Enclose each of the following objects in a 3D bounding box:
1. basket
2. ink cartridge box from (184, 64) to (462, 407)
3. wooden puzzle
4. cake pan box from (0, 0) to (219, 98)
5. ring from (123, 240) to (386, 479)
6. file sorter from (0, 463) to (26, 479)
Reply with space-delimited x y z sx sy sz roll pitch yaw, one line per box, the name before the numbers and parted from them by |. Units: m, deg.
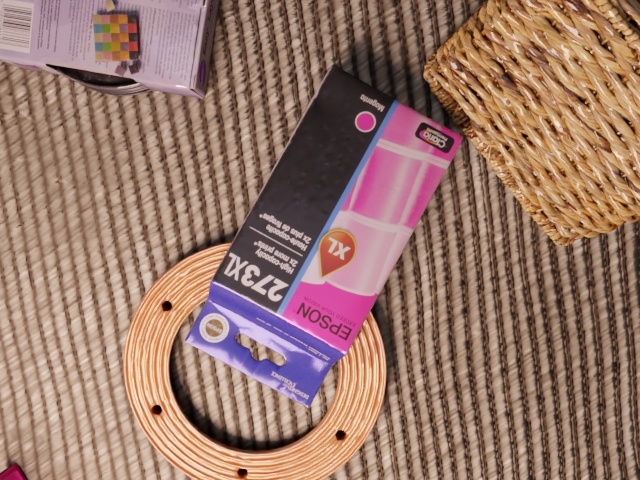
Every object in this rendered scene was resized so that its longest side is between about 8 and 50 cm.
basket | 0.312 -0.182 0.565 0.299 0.223 0.213 49 62 -3
ink cartridge box | 0.000 0.000 0.584 0.176 0.069 0.370 29 89 -1
wooden puzzle | -0.229 -0.226 0.558 0.050 0.006 0.083 0 97 2
cake pan box | -0.242 -0.311 0.586 0.246 0.070 0.266 9 95 3
ring | -0.085 0.165 0.643 0.337 0.032 0.336 0 96 2
file sorter | -0.429 0.484 0.601 0.182 0.202 0.290 -29 94 6
